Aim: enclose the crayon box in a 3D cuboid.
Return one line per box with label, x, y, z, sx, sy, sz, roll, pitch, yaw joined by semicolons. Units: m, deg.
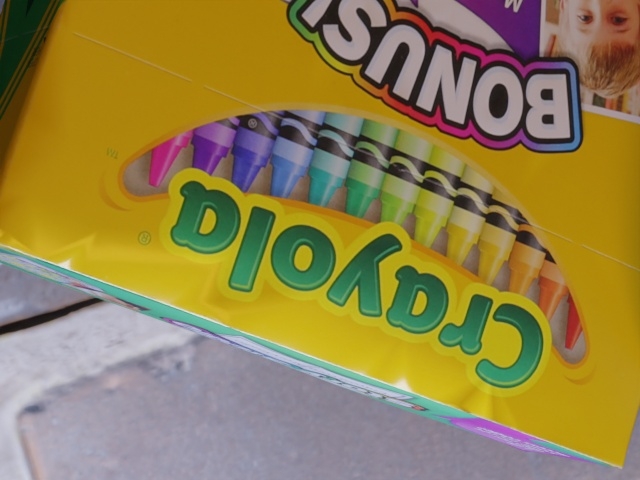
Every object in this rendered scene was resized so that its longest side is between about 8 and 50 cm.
crayon box;0.030;-0.088;0.946;0.363;0.106;0.313;21;79;-26
